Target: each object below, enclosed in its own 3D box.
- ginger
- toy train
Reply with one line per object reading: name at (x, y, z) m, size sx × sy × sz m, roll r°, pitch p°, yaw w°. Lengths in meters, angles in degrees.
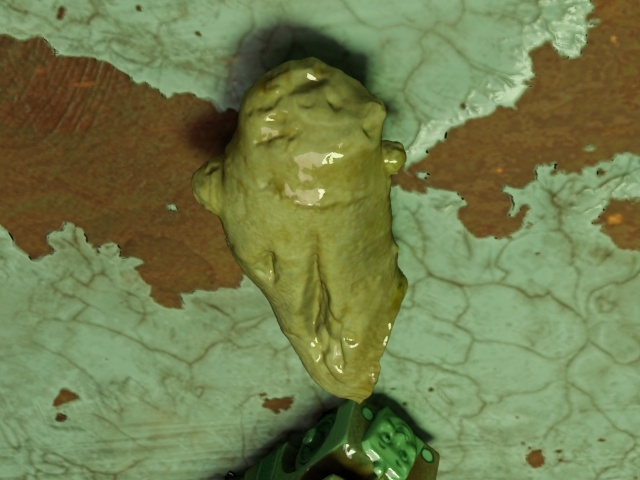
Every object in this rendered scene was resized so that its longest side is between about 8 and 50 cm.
ginger at (0.000, 0.000, 1.628) m, size 0.190 × 0.126 × 0.354 m, roll -9°, pitch 126°, yaw 13°
toy train at (-0.025, 0.285, 1.857) m, size 0.129 × 0.159 × 0.326 m, roll 39°, pitch 128°, yaw -17°
